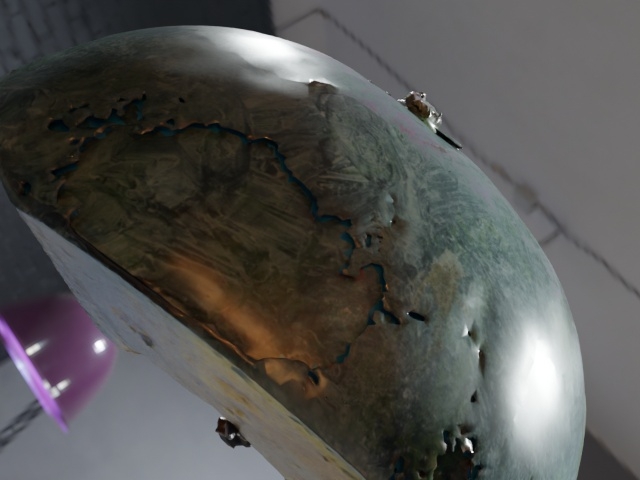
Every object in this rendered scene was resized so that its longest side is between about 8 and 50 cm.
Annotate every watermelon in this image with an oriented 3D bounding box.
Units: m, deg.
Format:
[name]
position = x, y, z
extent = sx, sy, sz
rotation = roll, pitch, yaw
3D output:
[watermelon]
position = 0.004, -0.005, 0.490
extent = 0.322, 0.175, 0.188
rotation = 38, -17, 10
